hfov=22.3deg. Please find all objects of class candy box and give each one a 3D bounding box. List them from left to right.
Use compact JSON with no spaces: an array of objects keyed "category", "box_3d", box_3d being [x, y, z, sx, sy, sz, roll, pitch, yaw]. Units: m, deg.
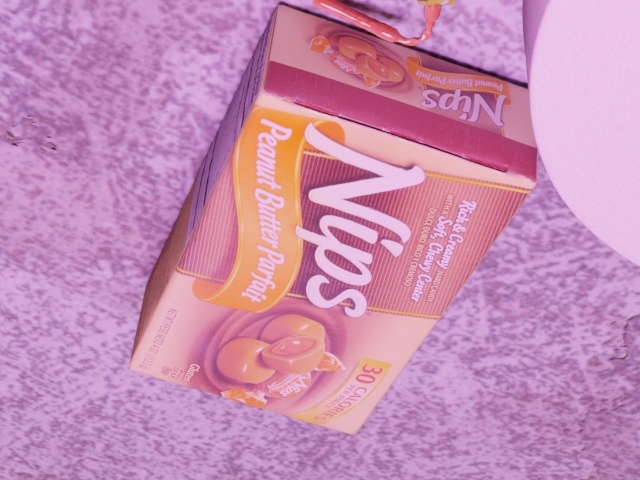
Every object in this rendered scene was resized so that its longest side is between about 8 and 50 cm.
[{"category":"candy box","box_3d":[0.000,0.000,1.112,0.183,0.087,0.316,17,138,-12]}]

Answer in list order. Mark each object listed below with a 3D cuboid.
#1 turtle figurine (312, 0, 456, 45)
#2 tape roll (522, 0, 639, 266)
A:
[{"category":"turtle figurine","box_3d":[0.005,-0.201,0.875,0.269,0.087,0.217,31,134,-26]},{"category":"tape roll","box_3d":[0.297,-0.107,0.814,0.392,0.072,0.392,1,138,1]}]
